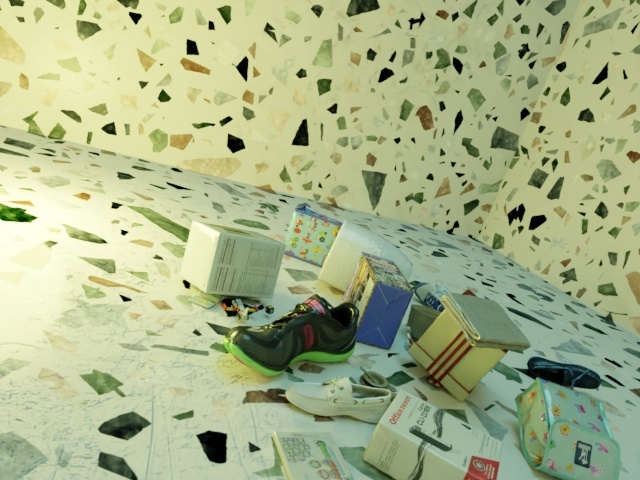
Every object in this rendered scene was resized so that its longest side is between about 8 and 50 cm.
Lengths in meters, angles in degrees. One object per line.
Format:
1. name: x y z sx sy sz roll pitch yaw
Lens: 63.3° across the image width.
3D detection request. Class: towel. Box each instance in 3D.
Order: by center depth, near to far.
1. towel: 0.483 0.242 1.524 0.282 0.049 0.187 14 33 -36

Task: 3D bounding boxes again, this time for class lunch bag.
1. lunch bag: 0.679 0.542 1.428 0.223 0.160 0.262 21 36 -5
2. lunch bag: 0.000 0.000 2.352 0.293 0.221 0.138 23 16 15

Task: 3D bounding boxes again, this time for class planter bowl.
1. planter bowl: 0.399 0.317 1.931 0.162 0.109 0.162 17 4 -1

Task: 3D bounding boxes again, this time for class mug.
1. mug: 0.190 0.117 2.172 0.327 0.276 0.374 25 -15 3

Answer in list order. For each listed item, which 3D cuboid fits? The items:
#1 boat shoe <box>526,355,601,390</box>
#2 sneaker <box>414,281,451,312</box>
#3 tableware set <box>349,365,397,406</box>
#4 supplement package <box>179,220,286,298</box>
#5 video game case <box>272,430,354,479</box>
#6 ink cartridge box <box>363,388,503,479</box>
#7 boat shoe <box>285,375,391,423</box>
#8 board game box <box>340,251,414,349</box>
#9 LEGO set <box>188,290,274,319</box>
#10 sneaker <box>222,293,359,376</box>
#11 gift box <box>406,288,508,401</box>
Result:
1. boat shoe: 0.906 0.514 1.938 0.258 0.109 0.089 7 19 18
2. sneaker: 0.529 0.270 2.263 0.296 0.112 0.131 28 18 31
3. tableware set: 0.187 0.425 1.463 0.128 0.039 0.194 7 19 -37
4. supplement package: -0.294 0.066 1.748 0.262 0.198 0.199 10 7 -41
5. video game case: -0.016 0.469 1.112 0.143 0.019 0.157 11 18 -25
6. ink cartridge box: 0.262 0.486 1.200 0.272 0.114 0.197 24 17 19
7. boat shoe: 0.050 0.387 1.321 0.276 0.096 0.098 14 17 -18
8. board game box: 0.193 0.207 1.855 0.141 0.232 0.291 17 16 -11
9. LEGO set: -0.276 0.191 1.681 0.244 0.060 0.182 19 15 13
10. sneaker: -0.070 0.246 1.466 0.185 0.202 0.482 30 19 38
11. gift box: 0.445 0.326 1.684 0.276 0.258 0.255 44 27 24
